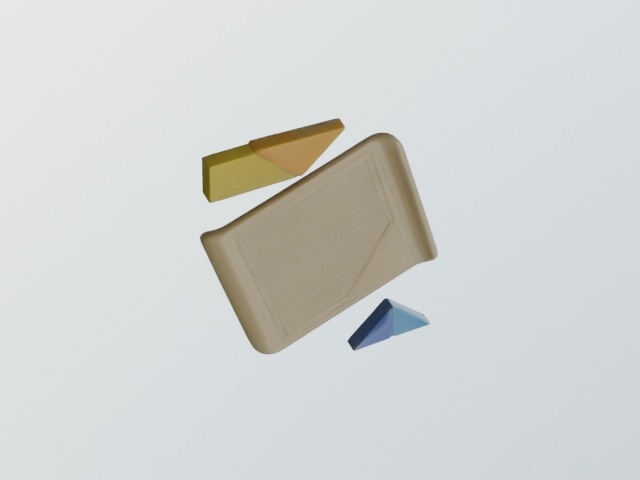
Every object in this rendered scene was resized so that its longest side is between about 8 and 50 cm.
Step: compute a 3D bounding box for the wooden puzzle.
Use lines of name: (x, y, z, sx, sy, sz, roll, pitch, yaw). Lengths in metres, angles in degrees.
wooden puzzle: (0.000, 0.000, 0.615, 0.078, 0.116, 0.014, -24, -132, -11)
